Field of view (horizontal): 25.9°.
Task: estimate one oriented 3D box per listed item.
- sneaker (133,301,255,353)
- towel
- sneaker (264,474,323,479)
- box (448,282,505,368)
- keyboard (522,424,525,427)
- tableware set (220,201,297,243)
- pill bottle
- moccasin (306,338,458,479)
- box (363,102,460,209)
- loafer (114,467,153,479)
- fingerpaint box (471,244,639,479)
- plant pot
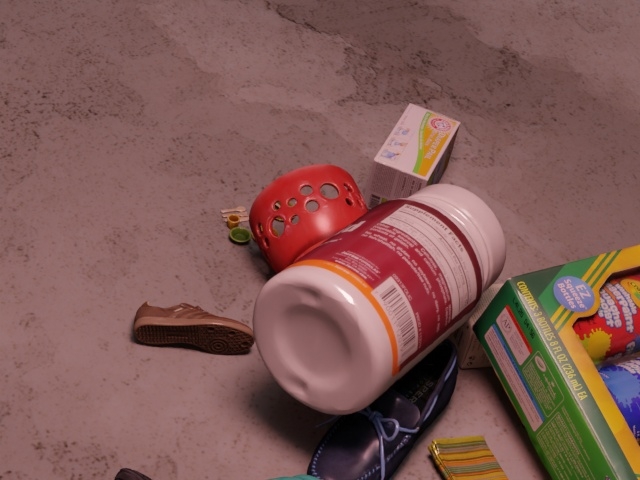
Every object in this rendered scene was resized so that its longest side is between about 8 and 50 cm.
[{"bbox_3d":[-0.193,0.125,2.161,0.188,0.066,0.071,7,41,-7],"label":"sneaker"},{"bbox_3d":[0.251,0.376,2.016,0.102,0.021,0.237,-3,43,-31],"label":"towel"},{"bbox_3d":[-0.006,0.421,1.846,0.178,0.124,0.295,-22,50,-21],"label":"sneaker"},{"bbox_3d":[0.348,0.133,2.265,0.275,0.094,0.113,-1,44,-16],"label":"box"},{"bbox_3d":[0.396,0.267,2.183,0.180,0.023,0.108,0,43,-13],"label":"keyboard"},{"bbox_3d":[-0.090,-0.034,2.394,0.154,0.024,0.104,-6,45,-20],"label":"tableware set"},{"bbox_3d":[0.099,0.071,2.043,0.224,0.224,0.392,32,39,21],"label":"pill bottle"},{"bbox_3d":[0.088,0.252,2.051,0.137,0.117,0.342,27,44,16],"label":"moccasin"},{"bbox_3d":[0.165,-0.139,2.505,0.103,0.114,0.203,22,41,10],"label":"box"},{"bbox_3d":[-0.209,0.383,1.865,0.223,0.076,0.078,33,79,35],"label":"loafer"},{"bbox_3d":[0.498,0.234,2.063,0.371,0.163,0.445,-12,61,-25],"label":"fingerpaint box"},{"bbox_3d":[0.000,0.000,2.262,0.191,0.191,0.174,-11,55,-24],"label":"plant pot"}]
